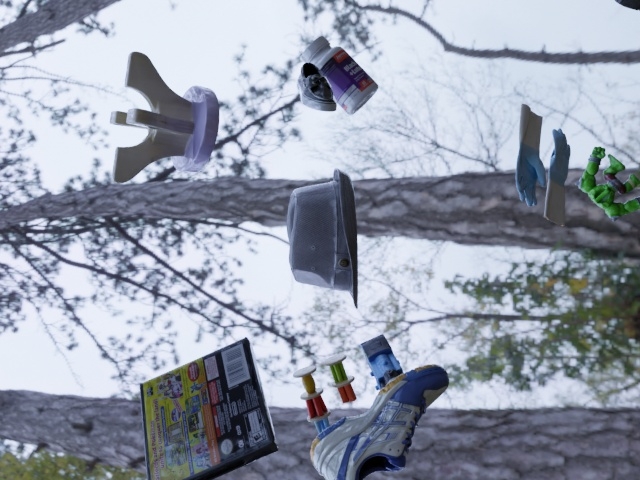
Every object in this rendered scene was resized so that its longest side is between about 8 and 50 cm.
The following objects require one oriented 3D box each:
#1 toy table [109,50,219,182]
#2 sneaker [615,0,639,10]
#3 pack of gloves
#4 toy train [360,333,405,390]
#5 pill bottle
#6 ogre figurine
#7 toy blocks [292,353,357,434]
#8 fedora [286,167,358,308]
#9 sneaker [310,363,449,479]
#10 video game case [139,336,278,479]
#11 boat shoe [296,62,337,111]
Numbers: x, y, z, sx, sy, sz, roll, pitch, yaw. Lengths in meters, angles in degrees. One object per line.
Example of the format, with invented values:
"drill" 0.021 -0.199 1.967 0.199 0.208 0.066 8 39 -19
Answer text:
"toy table" -0.314 -0.227 1.383 0.161 0.274 0.252 8 -97 -26
"sneaker" 0.538 -0.431 1.087 0.222 0.118 0.083 -19 -122 -31
"pack of gloves" 0.514 -0.169 1.571 0.195 0.046 0.231 19 -108 -36
"toy train" 0.154 0.305 1.623 0.080 0.184 0.105 -24 -58 -2
"pill bottle" 0.045 -0.421 1.777 0.193 0.108 0.108 46 -127 1
"ogre figurine" 0.748 -0.139 1.812 0.197 0.118 0.097 44 -168 -6
"toy blocks" 0.021 0.329 1.477 0.123 0.054 0.148 -19 -85 -12
"fedora" 0.000 0.000 1.318 0.243 0.125 0.275 -97 4 -45
"sneaker" 0.131 0.345 1.259 0.296 0.131 0.111 -35 -39 -12
"video game case" -0.227 0.341 1.374 0.248 0.274 0.035 -24 -49 1
"boat shoe" -0.008 -0.232 1.060 0.049 0.142 0.040 0 -61 -17
